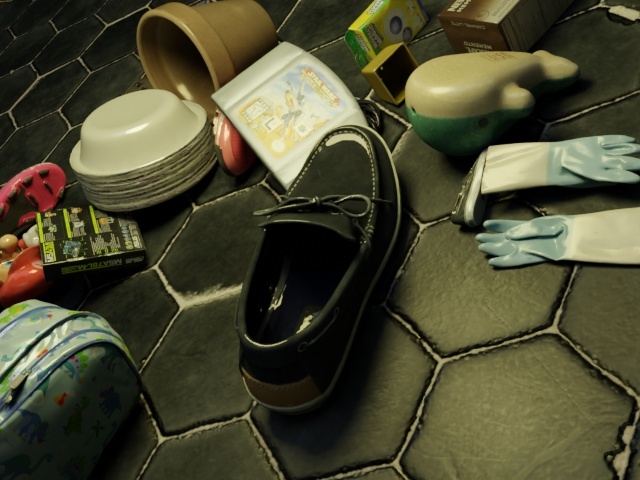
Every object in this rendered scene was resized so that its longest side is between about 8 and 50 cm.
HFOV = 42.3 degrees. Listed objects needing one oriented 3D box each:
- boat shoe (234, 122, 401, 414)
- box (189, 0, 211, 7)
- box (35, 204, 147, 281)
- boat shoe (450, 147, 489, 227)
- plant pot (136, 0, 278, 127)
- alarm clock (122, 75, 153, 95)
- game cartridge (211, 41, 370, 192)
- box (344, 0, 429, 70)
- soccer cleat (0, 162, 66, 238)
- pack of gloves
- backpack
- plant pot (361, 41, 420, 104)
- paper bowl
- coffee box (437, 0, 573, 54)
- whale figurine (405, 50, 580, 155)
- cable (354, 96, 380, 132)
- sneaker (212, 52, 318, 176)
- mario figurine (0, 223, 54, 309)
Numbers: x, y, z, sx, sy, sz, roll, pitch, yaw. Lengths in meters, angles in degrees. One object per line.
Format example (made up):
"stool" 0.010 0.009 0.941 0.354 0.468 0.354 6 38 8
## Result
"boat shoe" 0.000 0.000 1.190 0.187 0.156 0.500 4 53 20
"box" -0.358 -0.515 2.095 0.137 0.036 0.225 -13 43 26
"box" -0.434 -0.004 1.556 0.184 0.045 0.190 -12 36 -17
"boat shoe" 0.227 -0.081 1.221 0.040 0.049 0.142 -1 52 36
"plant pot" -0.215 -0.399 1.737 0.229 0.263 0.263 -36 35 -30
"alarm clock" -0.420 -0.321 1.926 0.192 0.064 0.129 -41 39 -2
"game cartridge" -0.043 -0.219 1.452 0.198 0.062 0.297 -40 60 1
"box" 0.125 -0.406 1.581 0.179 0.105 0.043 -49 40 -16
"soccer cleat" -0.704 -0.051 1.807 0.143 0.116 0.331 18 63 44
"pack of gloves" 0.332 -0.046 1.128 0.232 0.046 0.195 -2 64 33
"backpack" -0.432 0.256 1.198 0.274 0.290 0.355 -3 41 22
"plant pot" 0.122 -0.303 1.502 0.081 0.081 0.083 -46 28 -14
"paper bowl" -0.353 -0.193 1.628 0.284 0.148 0.284 -11 34 7
"coffee box" 0.344 -0.428 1.450 0.246 0.098 0.141 -47 40 -15
"whale figurine" 0.267 -0.218 1.293 0.272 0.141 0.216 -18 30 -17
"cable" 0.038 -0.207 1.487 0.151 0.047 0.184 -14 43 24
"sneaker" -0.093 -0.253 1.576 0.136 0.116 0.313 5 54 35
"mario figurine" -0.650 0.013 1.603 0.321 0.170 0.198 17 69 20
